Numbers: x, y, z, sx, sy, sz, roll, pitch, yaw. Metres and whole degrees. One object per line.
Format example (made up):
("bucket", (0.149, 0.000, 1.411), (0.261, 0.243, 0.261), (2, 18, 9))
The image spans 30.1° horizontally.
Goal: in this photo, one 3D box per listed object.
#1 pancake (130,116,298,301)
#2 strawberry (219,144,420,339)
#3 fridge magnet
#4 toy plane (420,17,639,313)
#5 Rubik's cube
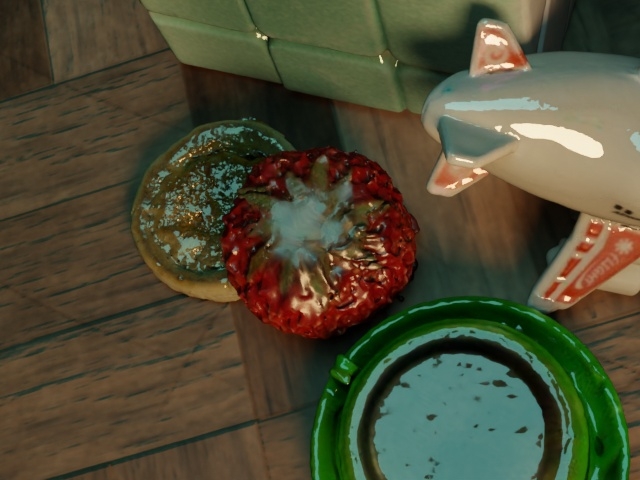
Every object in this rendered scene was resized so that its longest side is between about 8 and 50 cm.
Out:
("pancake", (-0.074, -0.027, 0.910), (0.151, 0.025, 0.152), (-5, 67, 12))
("strawberry", (0.000, 0.000, 0.835), (0.145, 0.086, 0.145), (-1, 72, 2))
("fridge magnet", (0.093, 0.134, 0.766), (0.208, 0.088, 0.208), (-4, 69, 11))
("toy plane", (0.185, -0.061, 0.753), (0.252, 0.252, 0.118), (-16, 34, 6))
("Rubik's cube", (0.038, -0.303, 0.842), (0.315, 0.322, 0.319), (14, 72, 19))
